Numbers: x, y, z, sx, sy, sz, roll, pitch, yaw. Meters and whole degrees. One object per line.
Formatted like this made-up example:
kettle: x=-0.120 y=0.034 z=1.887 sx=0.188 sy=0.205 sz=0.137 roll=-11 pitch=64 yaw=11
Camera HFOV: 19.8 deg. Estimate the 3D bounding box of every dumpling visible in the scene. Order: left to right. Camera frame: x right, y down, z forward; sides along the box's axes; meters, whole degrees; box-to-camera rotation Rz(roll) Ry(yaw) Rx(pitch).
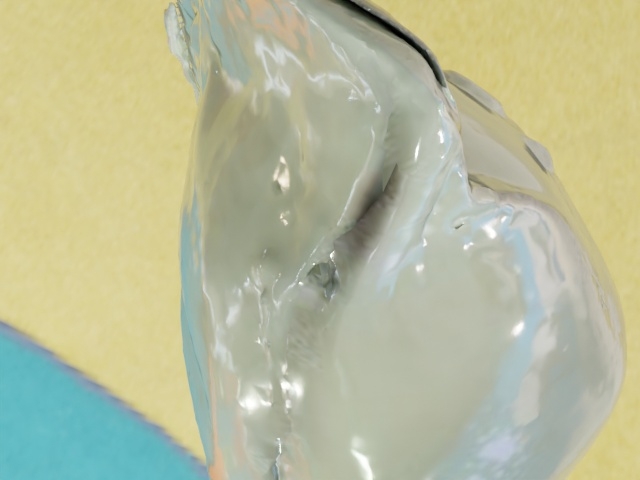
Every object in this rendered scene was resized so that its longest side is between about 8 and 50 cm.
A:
dumpling: x=0.000 y=0.000 z=0.897 sx=0.233 sy=0.315 sz=0.395 roll=-37 pitch=149 yaw=-12
